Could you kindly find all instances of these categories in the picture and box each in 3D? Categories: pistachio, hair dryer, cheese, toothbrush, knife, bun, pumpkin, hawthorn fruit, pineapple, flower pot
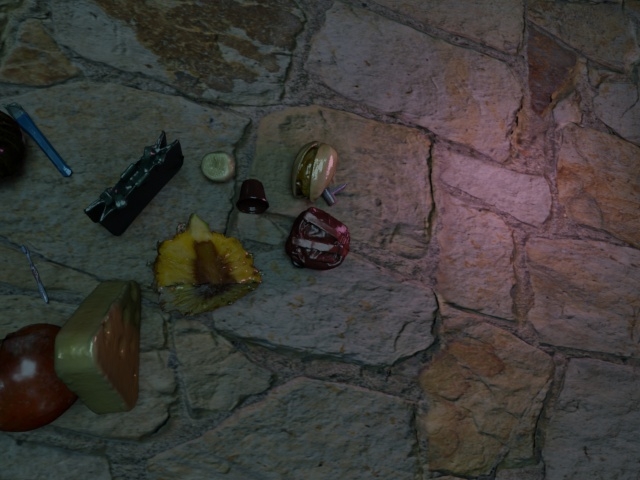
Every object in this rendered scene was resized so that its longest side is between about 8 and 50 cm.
[{"bbox_3d":[-0.024,-0.248,1.445,0.157,0.157,0.229,22,81,-10],"label":"pistachio"},{"bbox_3d":[0.061,-0.180,1.507,0.114,0.037,0.063,-35,91,-25],"label":"hair dryer"},{"bbox_3d":[-0.588,0.262,1.135,0.104,0.384,0.383,-1,80,-8],"label":"cheese"},{"bbox_3d":[-0.853,0.102,1.214,0.013,0.019,0.193,-24,88,-18],"label":"toothbrush"},{"bbox_3d":[-0.890,-0.319,1.282,0.044,0.026,0.296,-38,93,-15],"label":"knife"},{"bbox_3d":[-0.348,-0.253,1.390,0.115,0.069,0.115,0,92,2],"label":"bun"},{"bbox_3d":[-1.001,-0.266,1.167,0.260,0.189,0.260,11,54,-16],"label":"pumpkin"},{"bbox_3d":[-0.769,0.356,1.062,0.284,0.284,0.284,3,79,-14],"label":"hawthorn fruit"},{"bbox_3d":[-0.393,0.082,1.288,0.344,0.209,0.286,1,50,-39],"label":"pineapple"},{"bbox_3d":[-0.233,-0.156,1.394,0.111,0.111,0.089,2,64,-15],"label":"flower pot"}]

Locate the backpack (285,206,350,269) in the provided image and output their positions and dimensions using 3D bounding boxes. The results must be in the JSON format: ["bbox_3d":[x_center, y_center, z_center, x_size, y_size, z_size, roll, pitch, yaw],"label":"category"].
[{"bbox_3d":[0.000,0.001,1.397,0.229,0.139,0.229,3,79,-13],"label":"backpack"}]

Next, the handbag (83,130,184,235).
[{"bbox_3d":[-0.552,-0.166,1.233,0.089,0.238,0.326,41,73,-9],"label":"handbag"}]
